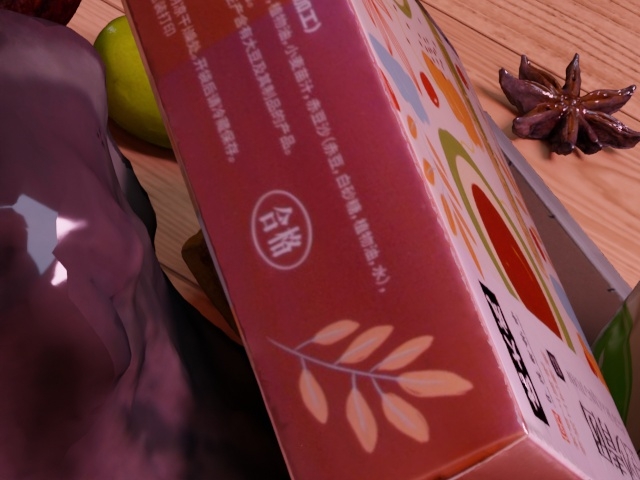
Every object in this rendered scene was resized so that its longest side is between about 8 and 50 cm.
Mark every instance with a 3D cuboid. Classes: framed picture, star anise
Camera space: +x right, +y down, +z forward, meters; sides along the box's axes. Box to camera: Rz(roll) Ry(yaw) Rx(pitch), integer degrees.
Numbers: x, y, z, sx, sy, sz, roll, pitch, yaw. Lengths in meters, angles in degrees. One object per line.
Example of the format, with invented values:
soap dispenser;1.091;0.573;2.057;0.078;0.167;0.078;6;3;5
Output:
framed picture;0.115;0.005;1.485;0.231;0.018;0.293;-8;47;-33
star anise;0.213;-0.114;1.652;0.141;0.042;0.141;12;42;-11

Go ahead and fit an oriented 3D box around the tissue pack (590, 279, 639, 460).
tissue pack;0.368;0.201;1.230;0.332;0.205;0.405;18;39;-12

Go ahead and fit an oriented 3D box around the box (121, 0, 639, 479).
box;0.044;0.003;1.086;0.344;0.122;0.385;39;26;-62

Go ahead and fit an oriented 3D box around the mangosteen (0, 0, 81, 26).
mangosteen;-0.270;-0.239;1.430;0.216;0.216;0.216;14;39;-11

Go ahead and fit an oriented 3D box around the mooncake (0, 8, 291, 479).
mooncake;-0.183;0.103;0.954;0.381;0.351;0.212;43;17;-41

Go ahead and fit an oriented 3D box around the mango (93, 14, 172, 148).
mango;-0.100;-0.119;1.472;0.163;0.089;0.117;20;33;-10

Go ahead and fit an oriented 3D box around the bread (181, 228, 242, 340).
bread;0.000;0.000;1.345;0.132;0.103;0.172;51;46;-7
